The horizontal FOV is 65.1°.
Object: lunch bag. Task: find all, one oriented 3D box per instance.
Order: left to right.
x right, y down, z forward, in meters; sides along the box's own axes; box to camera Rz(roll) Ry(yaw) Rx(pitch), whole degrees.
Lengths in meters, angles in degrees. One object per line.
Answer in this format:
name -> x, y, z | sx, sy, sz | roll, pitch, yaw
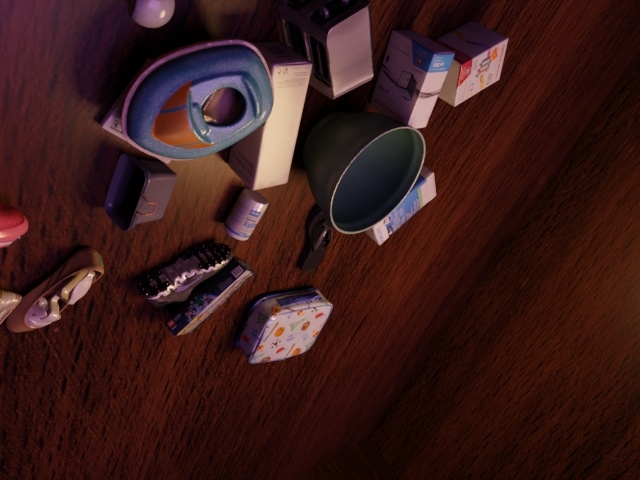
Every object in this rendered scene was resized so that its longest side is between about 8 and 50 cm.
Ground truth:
lunch bag -> -0.107, 0.262, 1.602 | 0.303, 0.115, 0.243 | -6, 129, -45

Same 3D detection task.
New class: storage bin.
storage bin -> -0.333, -0.090, 0.956 | 0.091, 0.098, 0.135 | -14, 138, -55

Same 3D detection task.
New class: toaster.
toaster -> 0.016, -0.379, 0.953 | 0.110, 0.168, 0.186 | -33, 146, -14

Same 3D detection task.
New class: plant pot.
plant pot -> 0.080, -0.191, 1.212 | 0.293, 0.196, 0.293 | -30, 146, -23

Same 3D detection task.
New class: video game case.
video game case -> -0.292, -0.228, 0.908 | 0.143, 0.019, 0.157 | -50, 148, 7

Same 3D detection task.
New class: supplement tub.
supplement tub -> -0.177, -0.060, 1.184 | 0.071, 0.071, 0.107 | 5, 123, -52

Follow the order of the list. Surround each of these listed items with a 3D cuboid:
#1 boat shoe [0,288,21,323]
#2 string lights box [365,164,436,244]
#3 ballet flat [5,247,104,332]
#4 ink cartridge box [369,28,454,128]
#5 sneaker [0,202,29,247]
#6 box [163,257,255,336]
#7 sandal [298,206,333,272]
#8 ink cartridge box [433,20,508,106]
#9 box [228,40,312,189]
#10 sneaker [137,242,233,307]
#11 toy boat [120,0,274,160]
boat shoe -> -0.621, 0.158, 0.936 | 0.153, 0.056, 0.048 | -56, 143, 3
string lights box -> 0.251, -0.118, 1.610 | 0.259, 0.077, 0.133 | -40, 148, -8
ballet flat -> -0.519, 0.112, 0.981 | 0.232, 0.073, 0.080 | -46, 148, 1
ink cartridge box -> 0.214, -0.384, 1.199 | 0.082, 0.139, 0.191 | -19, 140, -38
sneaker -> -0.543, -0.076, 0.698 | 0.136, 0.116, 0.314 | -51, 148, 7
box -> -0.274, 0.143, 1.271 | 0.233, 0.044, 0.159 | -43, 175, -4
sandal -> 0.001, 0.000, 1.475 | 0.097, 0.054, 0.255 | -21, 141, -34
ink cartridge box -> 0.374, -0.463, 1.306 | 0.176, 0.127, 0.128 | -34, 146, -20
box -> -0.109, -0.247, 1.012 | 0.094, 0.113, 0.275 | -18, 138, -36
sneaker -> -0.314, 0.085, 1.195 | 0.234, 0.078, 0.106 | -30, 152, -23
toy boat -> -0.215, -0.262, 0.787 | 0.267, 0.148, 0.318 | -29, 136, -7
